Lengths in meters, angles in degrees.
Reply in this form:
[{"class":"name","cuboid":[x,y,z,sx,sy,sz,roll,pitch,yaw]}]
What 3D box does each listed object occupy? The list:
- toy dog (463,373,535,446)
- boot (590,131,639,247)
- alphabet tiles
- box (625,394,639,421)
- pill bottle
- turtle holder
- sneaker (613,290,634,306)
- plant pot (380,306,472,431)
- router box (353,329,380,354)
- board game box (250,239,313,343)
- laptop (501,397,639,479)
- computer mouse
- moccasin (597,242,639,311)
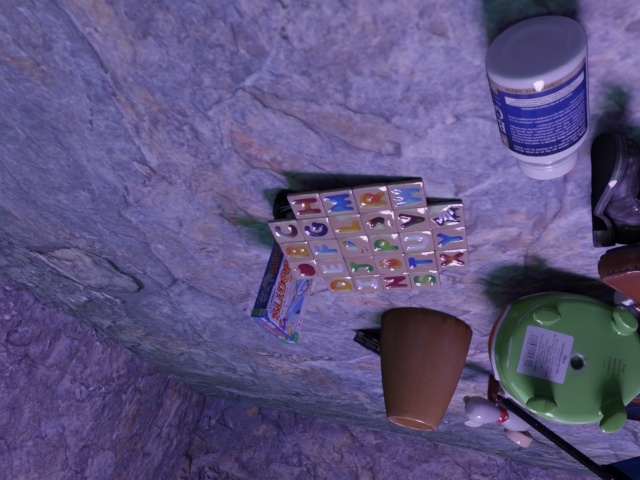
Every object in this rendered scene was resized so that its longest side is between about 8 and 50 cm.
[{"class":"toy dog","cuboid":[0.536,0.496,1.486,0.334,0.220,0.161,47,171,-33]},{"class":"boot","cuboid":[0.461,-0.060,0.600,0.228,0.091,0.263,-2,158,28]},{"class":"alphabet tiles","cuboid":[0.090,0.008,0.897,0.342,0.011,0.285,-5,138,17]},{"class":"box","cuboid":[0.659,0.302,1.081,0.299,0.142,0.154,6,151,18]},{"class":"pill bottle","cuboid":[0.242,-0.145,0.538,0.094,0.094,0.169,-2,147,29]},{"class":"turtle holder","cuboid":[0.483,0.209,0.947,0.320,0.244,0.227,-15,178,-1]},{"class":"sneaker","cuboid":[0.572,0.082,0.818,0.084,0.058,0.152,24,146,3]},{"class":"plant pot","cuboid":[0.246,0.331,1.230,0.236,0.255,0.237,13,151,7]},{"class":"router box","cuboid":[0.166,0.308,1.411,0.092,0.038,0.122,38,167,-34]},{"class":"board game box","cuboid":[-0.068,0.094,1.014,0.035,0.201,0.136,-2,148,29]},{"class":"laptop","cuboid":[0.647,0.398,1.076,0.407,0.236,0.382,35,178,28]},{"class":"computer mouse","cuboid":[0.000,0.000,0.960,0.183,0.060,0.262,7,150,14]},{"class":"moccasin","cuboid":[0.540,0.122,0.685,0.379,0.147,0.139,31,159,-20]}]
